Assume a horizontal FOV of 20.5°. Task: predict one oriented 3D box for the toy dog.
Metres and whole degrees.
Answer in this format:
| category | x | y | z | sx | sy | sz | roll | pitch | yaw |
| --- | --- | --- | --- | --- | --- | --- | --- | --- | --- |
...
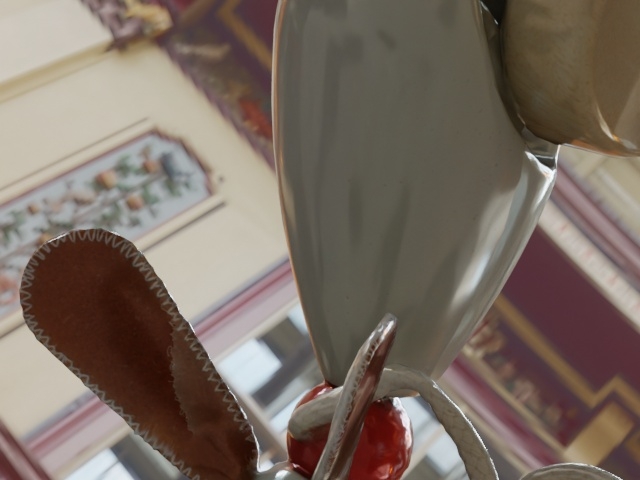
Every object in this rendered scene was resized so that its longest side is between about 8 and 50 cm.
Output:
| category | x | y | z | sx | sy | sz | roll | pitch | yaw |
| --- | --- | --- | --- | --- | --- | --- | --- | --- | --- |
| toy dog | 0.000 | 0.000 | 0.580 | 0.220 | 0.161 | 0.333 | -7 | -112 | 41 |
